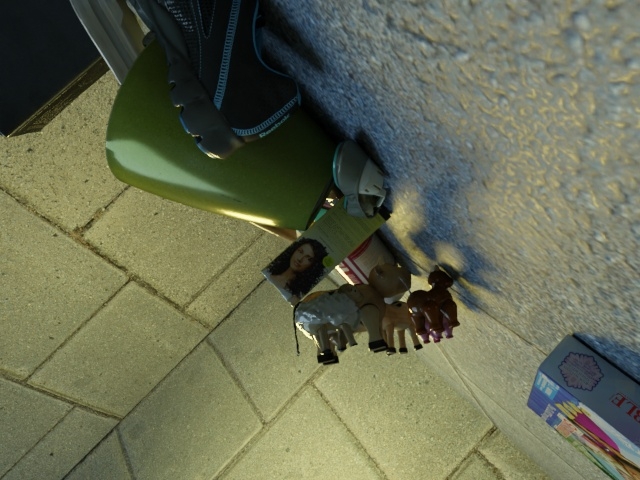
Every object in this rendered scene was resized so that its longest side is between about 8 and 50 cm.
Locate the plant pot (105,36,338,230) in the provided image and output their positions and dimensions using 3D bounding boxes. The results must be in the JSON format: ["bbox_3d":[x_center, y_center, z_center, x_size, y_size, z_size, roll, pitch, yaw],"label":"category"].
[{"bbox_3d":[-0.120,-0.141,0.736,0.293,0.275,0.275,29,174,2],"label":"plant pot"}]

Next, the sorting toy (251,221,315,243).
[{"bbox_3d":[-0.104,-0.097,1.085,0.307,0.041,0.229,29,-136,-49],"label":"sorting toy"}]

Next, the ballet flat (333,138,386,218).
[{"bbox_3d":[0.065,-0.086,0.693,0.068,0.072,0.213,16,168,11],"label":"ballet flat"}]

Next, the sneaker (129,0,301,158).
[{"bbox_3d":[-0.143,-0.274,0.559,0.125,0.140,0.341,-76,-39,-85],"label":"sneaker"}]

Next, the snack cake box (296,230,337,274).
[{"bbox_3d":[0.000,0.000,1.585,0.152,0.089,0.264,42,173,26],"label":"snack cake box"}]

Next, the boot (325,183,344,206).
[{"bbox_3d":[-0.024,-0.121,0.927,0.106,0.082,0.219,51,170,-28],"label":"boot"}]

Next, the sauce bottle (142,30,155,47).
[{"bbox_3d":[-0.267,-0.322,1.067,0.111,0.111,0.344,40,171,43],"label":"sauce bottle"}]

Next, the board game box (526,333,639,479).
[{"bbox_3d":[0.440,0.294,0.632,0.318,0.066,0.318,41,173,33],"label":"board game box"}]

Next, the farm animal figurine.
[{"bbox_3d":[0.101,0.129,0.903,0.330,0.327,0.172,105,153,-67],"label":"farm animal figurine"}]

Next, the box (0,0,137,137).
[{"bbox_3d":[-0.825,-0.575,1.393,0.297,0.480,0.472,49,173,-27],"label":"box"}]

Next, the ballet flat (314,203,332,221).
[{"bbox_3d":[-0.039,-0.087,0.977,0.221,0.079,0.077,17,137,-5],"label":"ballet flat"}]

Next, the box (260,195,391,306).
[{"bbox_3d":[0.009,0.007,0.820,0.087,0.232,0.058,47,173,-1],"label":"box"}]

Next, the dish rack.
[{"bbox_3d":[-0.424,-0.442,1.032,0.333,0.072,0.285,-117,2,-50],"label":"dish rack"}]

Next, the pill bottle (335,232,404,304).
[{"bbox_3d":[0.099,0.049,1.051,0.221,0.121,0.121,49,173,-32],"label":"pill bottle"}]
